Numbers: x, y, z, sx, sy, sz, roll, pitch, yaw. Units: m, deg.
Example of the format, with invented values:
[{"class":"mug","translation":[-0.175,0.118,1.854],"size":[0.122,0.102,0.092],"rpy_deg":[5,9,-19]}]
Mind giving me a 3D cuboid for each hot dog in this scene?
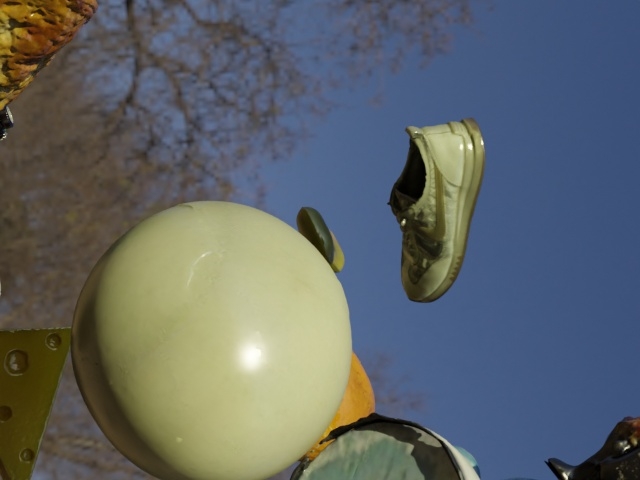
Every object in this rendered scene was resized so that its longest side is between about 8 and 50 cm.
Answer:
[{"class":"hot dog","translation":[-0.344,-0.238,1.353],"size":[0.259,0.175,0.114],"rpy_deg":[-36,-139,29]}]

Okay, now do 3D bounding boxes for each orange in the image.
[{"class":"orange","translation":[-0.022,0.218,1.877],"size":[0.219,0.193,0.219],"rpy_deg":[170,-90,-84]}]

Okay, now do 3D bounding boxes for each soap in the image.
[{"class":"soap","translation":[-0.001,0.001,1.938],"size":[0.089,0.045,0.140],"rpy_deg":[59,1,22]}]

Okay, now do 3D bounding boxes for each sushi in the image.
[{"class":"sushi","translation":[0.330,0.238,1.194],"size":[0.172,0.150,0.153],"rpy_deg":[52,1,40]}]

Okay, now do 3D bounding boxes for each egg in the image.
[{"class":"egg","translation":[-0.085,0.078,1.003],"size":[0.269,0.219,0.219],"rpy_deg":[-137,-135,-63]}]

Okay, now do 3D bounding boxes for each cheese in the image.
[{"class":"cheese","translation":[-0.307,0.170,1.265],"size":[0.093,0.126,0.171],"rpy_deg":[173,-84,-67]}]

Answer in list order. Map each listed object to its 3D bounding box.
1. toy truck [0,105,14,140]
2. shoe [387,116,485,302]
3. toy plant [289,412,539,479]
[{"class":"toy truck","translation":[-0.545,-0.248,1.951],"size":[0.125,0.101,0.242],"rpy_deg":[-110,-178,-50]},{"class":"shoe","translation":[0.139,-0.037,1.691],"size":[0.103,0.098,0.274],"rpy_deg":[-110,-154,-59]},{"class":"toy plant","translation":[0.135,0.325,1.372],"size":[0.247,0.332,0.247],"rpy_deg":[-14,-114,33]}]
